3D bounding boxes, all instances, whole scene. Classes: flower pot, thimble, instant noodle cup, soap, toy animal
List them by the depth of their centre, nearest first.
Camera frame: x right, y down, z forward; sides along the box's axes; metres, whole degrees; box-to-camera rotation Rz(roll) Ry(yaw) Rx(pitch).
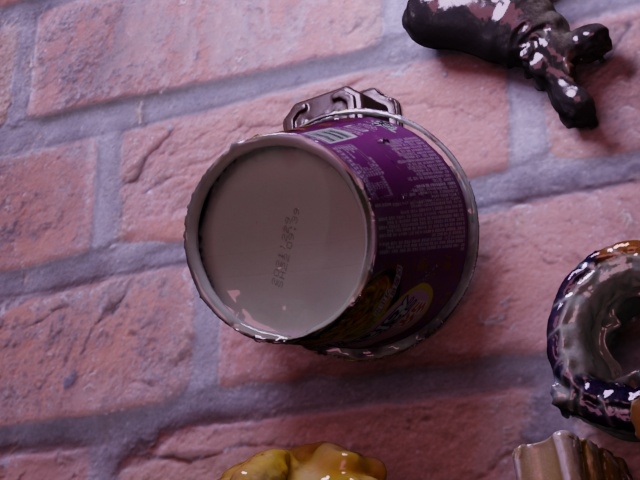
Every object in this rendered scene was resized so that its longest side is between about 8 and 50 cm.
[{"bbox_3d":[0.302,0.362,1.715,0.089,0.173,0.274,-25,57,27],"label":"soap"},{"bbox_3d":[0.373,0.125,1.795,0.237,0.150,0.237,-11,65,25],"label":"thimble"},{"bbox_3d":[0.000,0.000,1.929,0.340,0.266,0.340,1,93,22],"label":"instant noodle cup"},{"bbox_3d":[0.260,-0.286,2.075,0.343,0.106,0.168,34,86,33],"label":"toy animal"},{"bbox_3d":[0.022,-0.103,2.138,0.179,0.084,0.251,-17,61,22],"label":"flower pot"}]

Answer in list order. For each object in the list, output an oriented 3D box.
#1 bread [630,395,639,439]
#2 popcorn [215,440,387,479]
[{"bbox_3d":[0.462,0.195,1.663,0.224,0.211,0.183,22,72,23],"label":"bread"},{"bbox_3d":[-0.049,0.398,1.795,0.349,0.382,0.349,-18,64,41],"label":"popcorn"}]
